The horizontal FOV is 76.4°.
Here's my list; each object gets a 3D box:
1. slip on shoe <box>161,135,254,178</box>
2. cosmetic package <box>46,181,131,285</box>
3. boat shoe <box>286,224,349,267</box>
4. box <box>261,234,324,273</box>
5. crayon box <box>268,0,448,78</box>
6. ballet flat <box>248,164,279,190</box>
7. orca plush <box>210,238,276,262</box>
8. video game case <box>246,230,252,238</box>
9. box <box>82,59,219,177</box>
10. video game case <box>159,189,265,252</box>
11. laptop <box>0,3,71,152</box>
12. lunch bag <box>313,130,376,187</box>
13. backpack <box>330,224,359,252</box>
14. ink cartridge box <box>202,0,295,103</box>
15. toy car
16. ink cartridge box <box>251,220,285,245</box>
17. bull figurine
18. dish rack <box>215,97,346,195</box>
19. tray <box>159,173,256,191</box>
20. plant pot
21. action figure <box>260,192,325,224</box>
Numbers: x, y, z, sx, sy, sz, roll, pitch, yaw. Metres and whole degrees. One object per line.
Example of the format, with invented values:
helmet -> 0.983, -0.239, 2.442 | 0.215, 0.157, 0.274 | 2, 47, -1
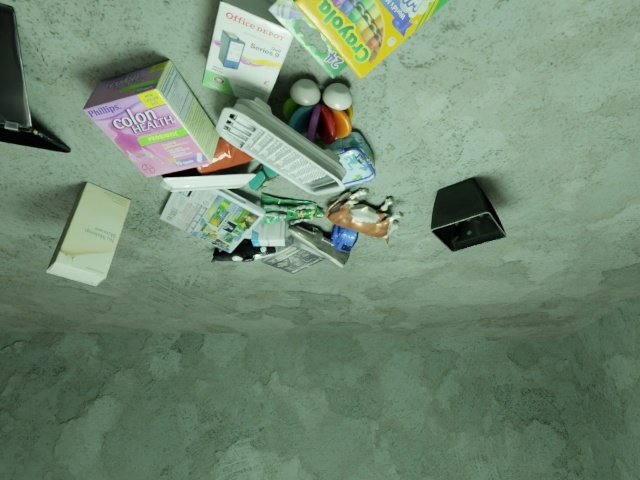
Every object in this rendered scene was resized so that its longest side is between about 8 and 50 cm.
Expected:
slip on shoe -> -0.326, -0.238, 1.196 | 0.330, 0.102, 0.123 | -7, 148, 12
cosmetic package -> -0.780, -0.022, 1.384 | 0.160, 0.310, 0.113 | 26, 143, -36
boat shoe -> 0.000, 0.000, 1.633 | 0.335, 0.096, 0.112 | 35, 172, -39
box -> -0.116, 0.063, 1.762 | 0.183, 0.056, 0.231 | 25, 143, -34
crayon box -> 0.091, -0.449, 0.734 | 0.322, 0.083, 0.203 | -36, 136, 24
ballet flat -> -0.156, -0.217, 1.274 | 0.070, 0.070, 0.188 | 24, 147, -34
orca plush -> -0.332, 0.023, 1.708 | 0.286, 0.102, 0.151 | -2, -163, 27
video game case -> -0.291, -0.067, 1.572 | 0.284, 0.025, 0.204 | 7, 150, -10
box -> -0.421, -0.301, 1.049 | 0.213, 0.118, 0.243 | -8, 143, 16
video game case -> -0.396, -0.094, 1.461 | 0.299, 0.036, 0.329 | 29, 142, -19
laptop -> -0.888, -0.404, 1.012 | 0.381, 0.237, 0.408 | 9, 178, -12
lunch bag -> 0.049, -0.225, 1.216 | 0.218, 0.090, 0.176 | -11, 151, 23
backpack -> 0.095, -0.022, 1.561 | 0.101, 0.098, 0.120 | 11, 150, -10
ink cartridge box -> -0.158, -0.417, 0.880 | 0.154, 0.093, 0.212 | 14, 146, -20
toy car -> -0.006, -0.304, 1.026 | 0.181, 0.137, 0.159 | 5, 151, -7
ink cartridge box -> -0.191, -0.027, 1.521 | 0.122, 0.089, 0.052 | -1, 150, 2
bull figurine -> 0.176, -0.083, 1.450 | 0.310, 0.101, 0.188 | 11, 144, -24
dish rack -> -0.095, -0.234, 1.029 | 0.332, 0.073, 0.285 | 32, 171, -17
tray -> -0.343, -0.174, 1.240 | 0.270, 0.030, 0.145 | -7, -178, -25
plant pot -> 0.482, -0.091, 1.351 | 0.187, 0.167, 0.188 | -20, 144, 33
action figure -> -0.098, -0.103, 1.462 | 0.231, 0.064, 0.137 | 1, 137, -8
